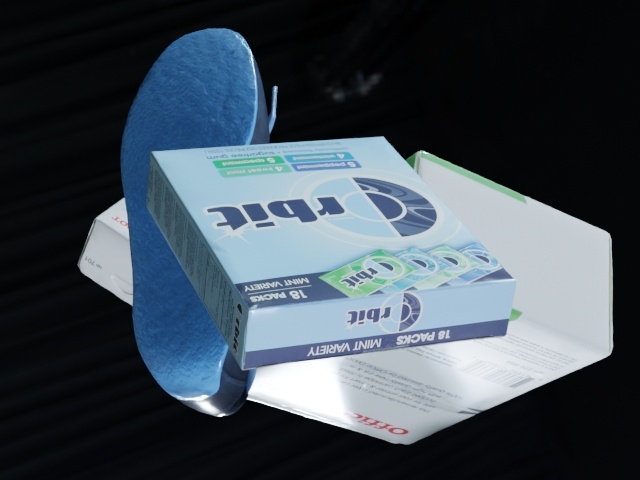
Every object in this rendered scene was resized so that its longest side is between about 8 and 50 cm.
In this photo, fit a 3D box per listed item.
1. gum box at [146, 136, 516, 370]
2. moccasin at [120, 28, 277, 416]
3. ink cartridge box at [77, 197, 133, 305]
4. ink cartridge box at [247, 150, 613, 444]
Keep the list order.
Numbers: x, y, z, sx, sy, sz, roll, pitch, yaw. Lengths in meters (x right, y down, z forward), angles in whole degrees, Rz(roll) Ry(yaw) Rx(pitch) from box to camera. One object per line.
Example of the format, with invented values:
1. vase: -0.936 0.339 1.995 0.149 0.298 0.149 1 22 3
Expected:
1. gum box: 0.000 0.000 0.865 0.184 0.157 0.041 -126 -143 -53
2. moccasin: -0.103 -0.015 1.257 0.117 0.137 0.342 61 30 -57
3. ink cartridge box: -0.177 0.002 1.797 0.139 0.190 0.082 32 -57 9
4. ink cartridge box: 0.078 0.062 1.302 0.289 0.211 0.122 -33 -137 49
